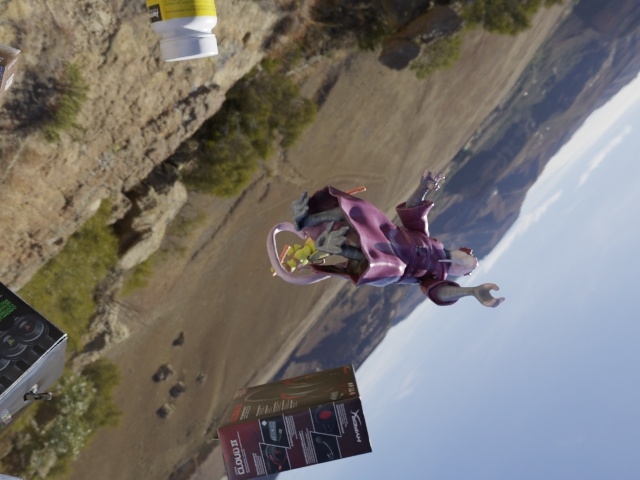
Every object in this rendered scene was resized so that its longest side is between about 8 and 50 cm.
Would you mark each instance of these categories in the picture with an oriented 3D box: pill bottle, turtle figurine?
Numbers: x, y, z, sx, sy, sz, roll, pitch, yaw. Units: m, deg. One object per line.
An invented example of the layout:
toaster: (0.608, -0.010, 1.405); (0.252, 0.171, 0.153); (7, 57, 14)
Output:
pill bottle: (-0.248, -0.430, 0.914); (0.119, 0.119, 0.208); (-36, 123, -55)
turtle figurine: (0.000, 0.000, 1.140); (0.269, 0.087, 0.217); (-47, 179, -11)

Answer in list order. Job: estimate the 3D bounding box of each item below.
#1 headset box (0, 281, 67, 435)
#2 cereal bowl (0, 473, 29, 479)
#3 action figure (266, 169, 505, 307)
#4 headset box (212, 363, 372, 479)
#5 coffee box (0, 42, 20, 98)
headset box: (-0.443, 0.109, 0.611); (0.131, 0.283, 0.246); (-52, -176, -35)
cereal bowl: (-0.388, 0.434, 0.654); (0.141, 0.339, 0.339); (-62, 174, -16)
action figure: (0.132, 0.038, 0.907); (0.370, 0.248, 0.276); (14, 143, -35)
headset box: (-0.061, 0.351, 1.017); (0.293, 0.110, 0.218); (-13, -178, 1)
coffee box: (-0.856, -0.431, 1.206); (0.098, 0.247, 0.141); (-59, -153, 27)
